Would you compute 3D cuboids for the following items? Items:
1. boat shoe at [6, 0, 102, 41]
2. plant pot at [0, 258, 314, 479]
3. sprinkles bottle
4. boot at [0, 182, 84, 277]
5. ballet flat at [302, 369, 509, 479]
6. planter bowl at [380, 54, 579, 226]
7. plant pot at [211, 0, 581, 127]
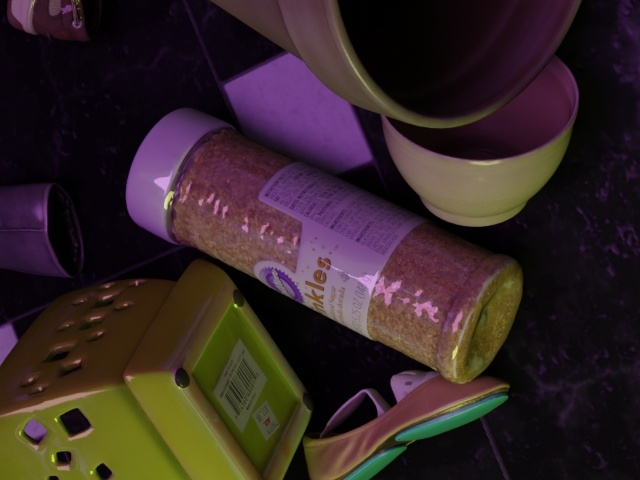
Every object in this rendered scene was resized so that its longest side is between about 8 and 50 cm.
[{"bbox_3d":[-0.216,-0.305,1.752,0.095,0.095,0.257,21,119,11],"label":"boat shoe"},{"bbox_3d":[-0.146,0.161,1.716,0.207,0.228,0.227,-22,112,29],"label":"plant pot"},{"bbox_3d":[0.000,0.000,1.668,0.355,0.121,0.121,26,115,24],"label":"sprinkles bottle"},{"bbox_3d":[-0.348,-0.043,1.892,0.208,0.076,0.190,2,127,38],"label":"boot"},{"bbox_3d":[0.066,0.157,1.697,0.232,0.080,0.073,-34,70,32],"label":"ballet flat"},{"bbox_3d":[0.129,-0.081,1.561,0.162,0.162,0.109,25,142,25],"label":"planter bowl"},{"bbox_3d":[0.020,-0.272,1.496,0.280,0.323,0.323,19,113,42],"label":"plant pot"}]
